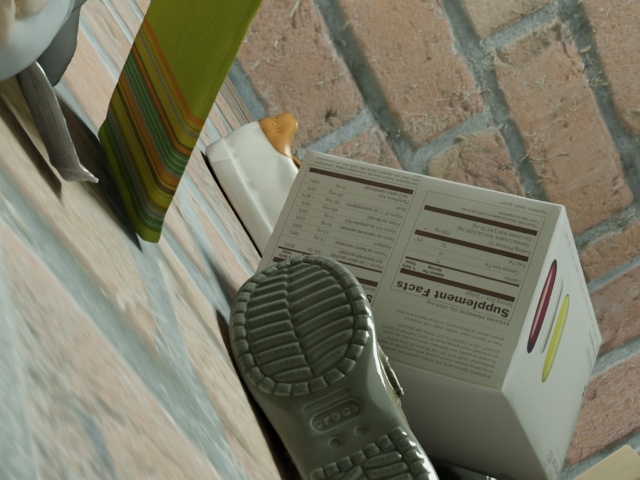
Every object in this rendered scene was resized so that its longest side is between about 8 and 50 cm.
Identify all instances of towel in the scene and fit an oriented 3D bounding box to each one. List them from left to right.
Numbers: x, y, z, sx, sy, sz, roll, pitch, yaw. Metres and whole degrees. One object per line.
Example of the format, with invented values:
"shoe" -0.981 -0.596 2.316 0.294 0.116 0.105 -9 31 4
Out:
"towel" -0.062 -0.117 0.724 0.021 0.237 0.102 6 39 -32

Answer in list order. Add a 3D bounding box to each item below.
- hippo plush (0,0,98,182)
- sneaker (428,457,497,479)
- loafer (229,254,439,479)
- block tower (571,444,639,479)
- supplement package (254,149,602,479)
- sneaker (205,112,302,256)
"hippo plush" -0.078 -0.182 0.547 0.294 0.236 0.234 58 3 -36
"sneaker" 0.104 0.234 1.151 0.130 0.109 0.286 20 23 1
"loafer" 0.009 0.112 0.847 0.087 0.094 0.251 75 -4 -46
"block tower" 0.215 0.311 1.126 0.091 0.097 0.335 49 -27 32
"supplement package" 0.090 0.071 1.050 0.204 0.145 0.262 14 -19 23
"sneaker" 0.000 0.000 1.424 0.290 0.123 0.106 61 0 -22
